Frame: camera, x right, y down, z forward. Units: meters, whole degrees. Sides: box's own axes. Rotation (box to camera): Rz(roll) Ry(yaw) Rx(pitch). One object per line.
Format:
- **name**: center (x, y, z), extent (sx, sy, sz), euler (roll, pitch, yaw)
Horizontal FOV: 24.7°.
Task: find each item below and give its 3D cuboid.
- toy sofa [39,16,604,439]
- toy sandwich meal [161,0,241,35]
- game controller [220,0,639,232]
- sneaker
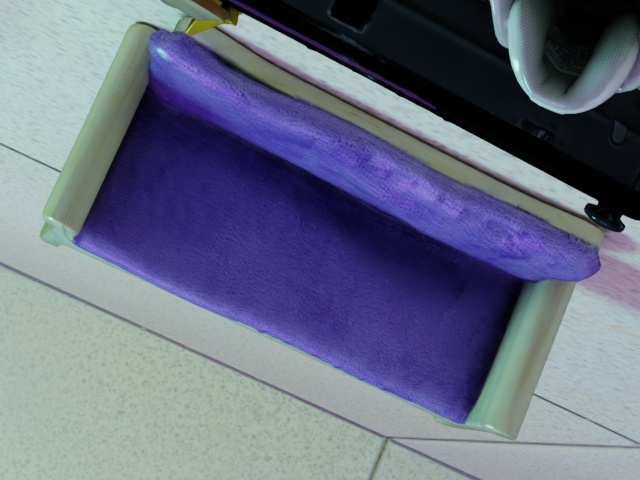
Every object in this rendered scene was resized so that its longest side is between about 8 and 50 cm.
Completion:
- **toy sofa**: center (0.000, 0.000, 1.008), extent (0.363, 0.150, 0.177), euler (26, 169, -14)
- **toy sandwich meal**: center (-0.079, -0.141, 0.831), extent (0.086, 0.029, 0.085), euler (22, 168, 5)
- **game controller**: center (0.022, -0.098, 0.679), extent (0.319, 0.067, 0.166), euler (27, -176, -14)
- **sneaker**: center (0.095, -0.092, 0.523), extent (0.090, 0.115, 0.232), euler (20, 167, 13)
